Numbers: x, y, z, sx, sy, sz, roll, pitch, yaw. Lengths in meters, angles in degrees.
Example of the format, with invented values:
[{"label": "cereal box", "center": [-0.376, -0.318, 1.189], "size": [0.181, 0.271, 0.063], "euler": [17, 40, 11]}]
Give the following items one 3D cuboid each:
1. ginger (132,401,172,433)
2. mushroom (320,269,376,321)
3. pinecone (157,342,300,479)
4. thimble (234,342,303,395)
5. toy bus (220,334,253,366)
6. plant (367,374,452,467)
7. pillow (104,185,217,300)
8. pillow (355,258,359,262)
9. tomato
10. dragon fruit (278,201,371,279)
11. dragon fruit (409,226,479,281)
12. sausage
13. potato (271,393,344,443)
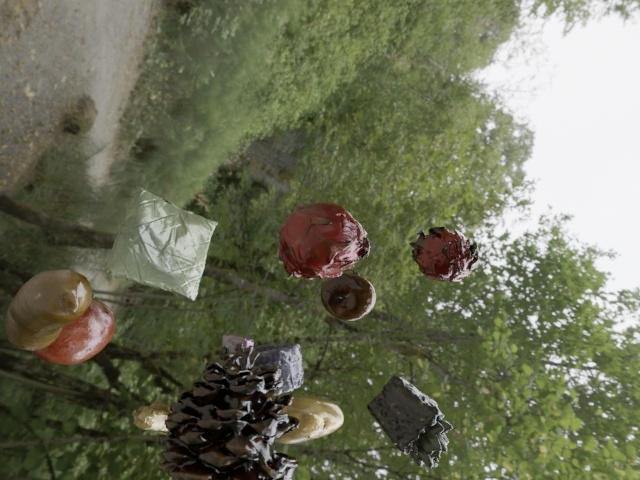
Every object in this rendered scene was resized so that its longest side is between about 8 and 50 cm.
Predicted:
[{"label": "ginger", "center": [-0.440, 0.557, 1.287], "size": [0.148, 0.333, 0.081], "euler": [-6, -120, 45]}, {"label": "mushroom", "center": [0.155, 0.286, 2.132], "size": [0.267, 0.254, 0.267], "euler": [-2, -93, 39]}, {"label": "pinecone", "center": [-0.145, 0.321, 0.707], "size": [0.257, 0.243, 0.243], "euler": [-68, -161, 2]}, {"label": "thimble", "center": [-0.114, 0.283, 0.920], "size": [0.150, 0.150, 0.098], "euler": [157, -73, -64]}, {"label": "toy bus", "center": [-0.316, 0.491, 1.543], "size": [0.090, 0.112, 0.274], "euler": [45, 44, -64]}, {"label": "plant", "center": [0.212, 0.411, 0.956], "size": [0.132, 0.194, 0.129], "euler": [-50, 162, 3]}, {"label": "pillow", "center": [-0.464, 0.014, 1.244], "size": [0.076, 0.280, 0.274], "euler": [-17, -123, 44]}, {"label": "pillow", "center": [-0.007, 0.020, 1.188], "size": [0.232, 0.130, 0.038], "euler": [28, -59, 34]}, {"label": "tomato", "center": [-0.826, 0.280, 1.366], "size": [0.265, 0.264, 0.265], "euler": [-53, -157, 35]}, {"label": "dragon fruit", "center": [0.000, 0.000, 0.908], "size": [0.209, 0.172, 0.172], "euler": [-16, -141, 13]}, {"label": "dragon fruit", "center": [0.417, 0.048, 1.447], "size": [0.274, 0.192, 0.193], "euler": [6, -87, 44]}, {"label": "sausage", "center": [-0.628, 0.155, 0.949], "size": [0.500, 0.123, 0.136], "euler": [-28, -104, 44]}, {"label": "potato", "center": [-0.058, 0.483, 1.125], "size": [0.161, 0.234, 0.128], "euler": [-5, -103, 51]}]
